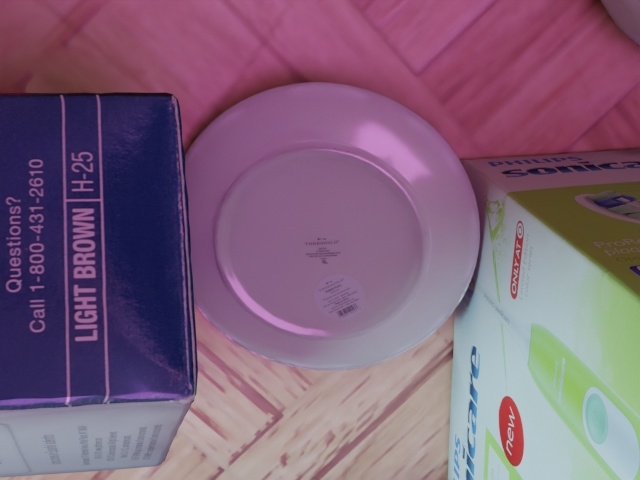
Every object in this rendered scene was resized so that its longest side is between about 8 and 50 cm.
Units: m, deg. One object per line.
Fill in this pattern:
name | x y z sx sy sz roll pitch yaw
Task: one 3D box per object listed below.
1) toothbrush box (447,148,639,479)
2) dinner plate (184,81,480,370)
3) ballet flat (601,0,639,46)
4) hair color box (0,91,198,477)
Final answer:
toothbrush box | 0.149 0.098 0.424 0.122 0.283 0.206 -4 110 -10
dinner plate | 0.000 0.000 0.480 0.141 0.017 0.141 2 116 5
ballet flat | 0.085 -0.217 0.381 0.139 0.139 0.400 -42 112 4
hair color box | -0.223 0.029 0.367 0.347 0.174 0.105 -2 72 -12
